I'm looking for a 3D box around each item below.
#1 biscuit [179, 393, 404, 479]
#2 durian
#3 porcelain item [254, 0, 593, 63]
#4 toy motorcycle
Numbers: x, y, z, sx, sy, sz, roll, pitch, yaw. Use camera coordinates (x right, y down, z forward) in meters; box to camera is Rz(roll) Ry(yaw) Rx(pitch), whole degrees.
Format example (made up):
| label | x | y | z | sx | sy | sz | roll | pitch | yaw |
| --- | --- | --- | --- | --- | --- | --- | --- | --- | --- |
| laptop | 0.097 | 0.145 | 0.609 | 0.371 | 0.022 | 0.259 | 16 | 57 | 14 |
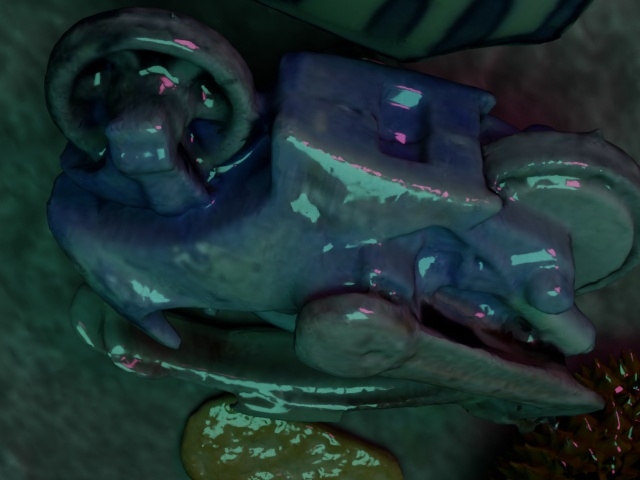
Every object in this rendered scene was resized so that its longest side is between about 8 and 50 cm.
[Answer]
| label | x | y | z | sx | sy | sz | roll | pitch | yaw |
| --- | --- | --- | --- | --- | --- | --- | --- | --- | --- |
| biscuit | -0.017 | 0.140 | 0.860 | 0.147 | 0.018 | 0.071 | 24 | 108 | -14 |
| durian | 0.203 | 0.154 | 0.805 | 0.193 | 0.138 | 0.237 | 39 | 94 | 3 |
| porcelain item | 0.025 | -0.218 | 0.561 | 0.286 | 0.157 | 0.281 | 21 | 146 | -15 |
| toy motorcycle | 0.000 | 0.016 | 0.713 | 0.319 | 0.182 | 0.241 | 16 | 112 | -14 |
